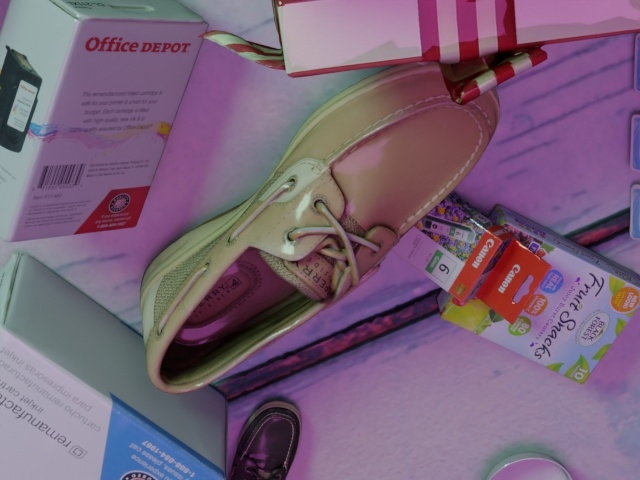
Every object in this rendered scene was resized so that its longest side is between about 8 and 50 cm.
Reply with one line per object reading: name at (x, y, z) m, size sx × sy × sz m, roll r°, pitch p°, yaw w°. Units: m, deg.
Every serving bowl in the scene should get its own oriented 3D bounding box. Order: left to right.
serving bowl at (0.182, 0.219, 1.252) m, size 0.083 × 0.027 × 0.083 m, roll -2°, pitch 117°, yaw -3°

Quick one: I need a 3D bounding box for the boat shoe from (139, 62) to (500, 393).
boat shoe at (0.000, 0.000, 1.056) m, size 0.121 × 0.110 × 0.341 m, roll 37°, pitch 117°, yaw -27°

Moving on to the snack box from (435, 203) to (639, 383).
snack box at (0.180, 0.045, 1.157) m, size 0.141 × 0.037 × 0.100 m, roll 26°, pitch 113°, yaw -15°

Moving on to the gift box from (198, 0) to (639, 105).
gift box at (0.052, -0.230, 0.899) m, size 0.276 × 0.255 × 0.258 m, roll -7°, pitch 108°, yaw 4°

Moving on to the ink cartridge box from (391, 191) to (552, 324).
ink cartridge box at (0.116, 0.012, 1.108) m, size 0.115 × 0.029 × 0.063 m, roll 38°, pitch 113°, yaw 18°

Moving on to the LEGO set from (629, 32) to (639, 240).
LEGO set at (0.338, -0.047, 1.041) m, size 0.244 × 0.060 × 0.183 m, roll 14°, pitch 122°, yaw 31°

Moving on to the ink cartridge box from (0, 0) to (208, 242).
ink cartridge box at (-0.170, -0.095, 1.007) m, size 0.127 × 0.072 × 0.175 m, roll -8°, pitch 128°, yaw -50°

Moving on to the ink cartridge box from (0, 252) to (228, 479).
ink cartridge box at (-0.256, 0.200, 1.152) m, size 0.223 × 0.129 × 0.307 m, roll 38°, pitch 108°, yaw -21°

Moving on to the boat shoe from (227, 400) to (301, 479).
boat shoe at (-0.054, 0.209, 1.216) m, size 0.056 × 0.049 × 0.152 m, roll 15°, pitch 114°, yaw -11°
